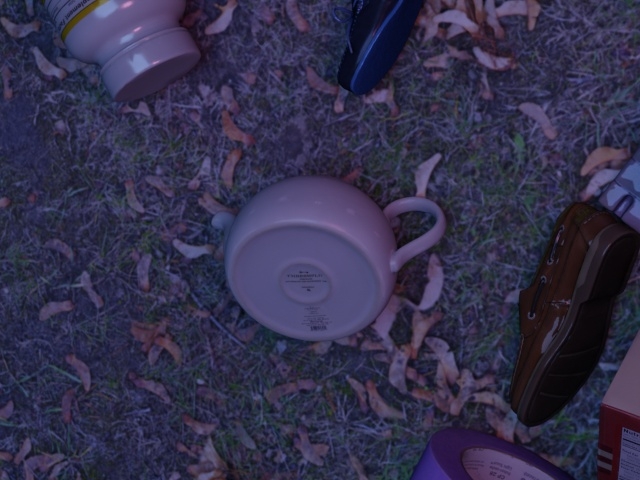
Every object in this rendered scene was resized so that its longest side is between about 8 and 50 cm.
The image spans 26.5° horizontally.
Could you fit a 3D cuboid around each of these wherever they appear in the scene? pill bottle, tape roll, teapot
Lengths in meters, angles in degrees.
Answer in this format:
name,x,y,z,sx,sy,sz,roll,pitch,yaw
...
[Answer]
name,x,y,z,sx,sy,sz,roll,pitch,yaw
pill bottle,-0.308,-0.374,1.924,0.188,0.188,0.334,-30,86,21
tape roll,0.246,0.354,1.750,0.274,0.275,0.090,29,105,15
teapot,0.000,0.000,1.861,0.256,0.187,0.252,32,128,-12

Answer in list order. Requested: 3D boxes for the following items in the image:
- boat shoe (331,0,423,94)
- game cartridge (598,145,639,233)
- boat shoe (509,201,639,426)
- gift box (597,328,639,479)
name,x,y,z,sx,sy,sz,roll,pitch,yaw
boat shoe,0.083,-0.323,1.842,0.089,0.109,0.258,27,88,23
game cartridge,0.560,-0.032,1.705,0.355,0.068,0.230,40,104,12
boat shoe,0.318,0.097,1.796,0.104,0.110,0.307,39,114,40
gift box,0.474,0.215,1.644,0.255,0.258,0.276,22,144,22
